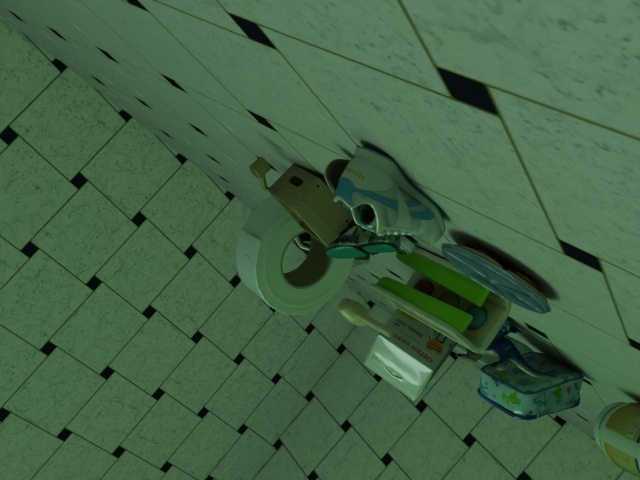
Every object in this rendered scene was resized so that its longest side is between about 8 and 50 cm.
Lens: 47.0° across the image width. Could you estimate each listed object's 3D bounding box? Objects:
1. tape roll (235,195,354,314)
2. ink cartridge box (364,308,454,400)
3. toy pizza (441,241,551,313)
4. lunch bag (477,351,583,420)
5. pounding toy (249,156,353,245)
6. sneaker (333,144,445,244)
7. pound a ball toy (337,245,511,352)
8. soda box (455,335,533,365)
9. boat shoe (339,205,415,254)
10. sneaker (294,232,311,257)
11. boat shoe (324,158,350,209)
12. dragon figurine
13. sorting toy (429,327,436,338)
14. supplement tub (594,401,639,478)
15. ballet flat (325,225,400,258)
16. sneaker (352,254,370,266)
[{"bbox_3d":[-0.057,0.028,1.745,0.286,0.286,0.100,38,175,-39],"label":"tape roll"},{"bbox_3d":[0.259,0.261,1.938,0.171,0.233,0.168,33,143,15],"label":"ink cartridge box"},{"bbox_3d":[0.286,0.054,1.190,0.201,0.032,0.201,33,175,3],"label":"toy pizza"},{"bbox_3d":[0.490,0.337,1.726,0.218,0.090,0.176,-8,-160,-33],"label":"lunch bag"},{"bbox_3d":[-0.052,-0.112,1.529,0.206,0.094,0.181,48,173,-33],"label":"pounding toy"},{"bbox_3d":[0.101,-0.046,1.083,0.087,0.092,0.228,26,172,48],"label":"sneaker"},{"bbox_3d":[0.210,0.141,1.517,0.135,0.208,0.319,38,173,-36],"label":"pound a ball toy"},{"bbox_3d":[0.461,0.296,2.027,0.091,0.098,0.286,37,174,-33],"label":"soda box"},{"bbox_3d":[0.104,-0.006,1.558,0.228,0.076,0.080,30,174,44],"label":"boat shoe"},{"bbox_3d":[0.000,0.000,2.031,0.321,0.126,0.127,40,179,-36],"label":"sneaker"},{"bbox_3d":[0.076,-0.072,1.192,0.190,0.068,0.072,36,-174,-26],"label":"boat shoe"},{"bbox_3d":[0.400,0.218,1.675,0.289,0.144,0.085,13,170,35],"label":"dragon figurine"},{"bbox_3d":[0.272,0.152,1.754,0.046,0.133,0.274,-10,-178,7],"label":"sorting toy"},{"bbox_3d":[0.671,0.416,1.512,0.144,0.144,0.199,35,176,-9],"label":"supplement tub"},{"bbox_3d":[0.089,-0.002,1.493,0.188,0.070,0.070,-6,147,42],"label":"ballet flat"},{"bbox_3d":[0.101,0.025,2.028,0.063,0.075,0.170,14,-168,19],"label":"sneaker"}]
